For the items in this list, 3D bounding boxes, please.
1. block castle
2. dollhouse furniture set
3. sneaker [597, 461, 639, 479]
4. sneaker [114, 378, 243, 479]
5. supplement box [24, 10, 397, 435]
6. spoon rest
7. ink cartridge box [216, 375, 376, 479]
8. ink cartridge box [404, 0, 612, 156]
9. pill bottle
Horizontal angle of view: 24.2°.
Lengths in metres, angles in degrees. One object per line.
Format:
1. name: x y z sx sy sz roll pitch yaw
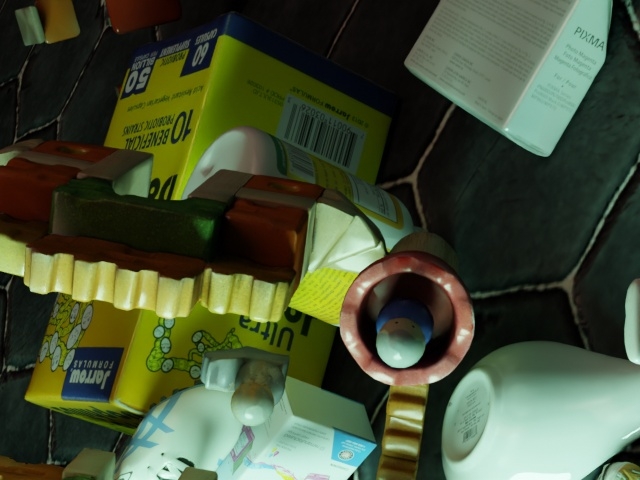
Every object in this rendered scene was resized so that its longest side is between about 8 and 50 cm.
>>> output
1. block castle: -0.131 0.108 1.019 0.213 0.453 0.303 -56 -25 -76
2. dollhouse furniture set: -0.196 -0.258 1.663 0.135 0.262 0.259 -163 57 -70
3. sneaker: 0.183 0.182 0.958 0.083 0.032 0.037 -65 16 -7
4. sneaker: -0.140 0.210 1.190 0.237 0.085 0.086 -48 32 8
5. supplement box: -0.098 0.005 1.357 0.194 0.195 0.356 -7 64 56
6. spoon rest: 0.164 0.111 1.004 0.276 0.084 0.137 137 146 -56
7. ink cartridge box: -0.027 0.179 1.227 0.122 0.088 0.052 -51 34 25
8. ink cartridge box: 0.179 -0.204 1.207 0.232 0.066 0.189 -57 31 8
9. pill bottle: 0.000 0.000 1.190 0.117 0.208 0.117 -36 42 40
